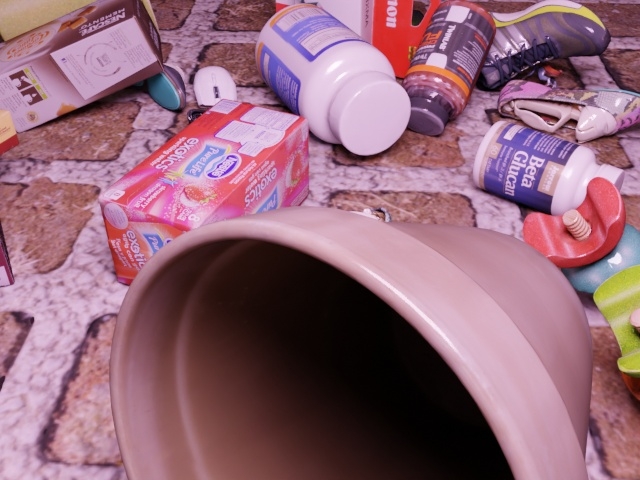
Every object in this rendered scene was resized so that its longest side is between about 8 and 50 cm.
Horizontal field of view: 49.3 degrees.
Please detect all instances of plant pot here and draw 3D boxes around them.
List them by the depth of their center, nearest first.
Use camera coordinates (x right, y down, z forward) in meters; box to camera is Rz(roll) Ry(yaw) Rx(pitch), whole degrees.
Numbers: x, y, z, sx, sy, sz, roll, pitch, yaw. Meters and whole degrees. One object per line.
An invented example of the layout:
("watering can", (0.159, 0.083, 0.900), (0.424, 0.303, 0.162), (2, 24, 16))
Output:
("plant pot", (0.058, 0.112, 0.507), (0.323, 0.323, 0.280), (25, 29, 29))
("plant pot", (-0.455, -0.445, 1.244), (0.253, 0.276, 0.276), (-23, 42, -9))

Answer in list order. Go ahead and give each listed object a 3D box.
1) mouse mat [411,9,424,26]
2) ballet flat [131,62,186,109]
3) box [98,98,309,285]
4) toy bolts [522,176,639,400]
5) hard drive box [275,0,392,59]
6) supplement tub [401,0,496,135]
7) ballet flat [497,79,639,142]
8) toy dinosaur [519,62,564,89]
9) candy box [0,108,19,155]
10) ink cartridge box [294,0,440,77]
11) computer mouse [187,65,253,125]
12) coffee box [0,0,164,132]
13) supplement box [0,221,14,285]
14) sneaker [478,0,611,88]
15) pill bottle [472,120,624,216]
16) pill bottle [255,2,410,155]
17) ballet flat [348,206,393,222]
("mouse mat", (0.153, -0.423, 1.393), (0.152, 0.007, 0.190), (-8, 40, -10))
("ballet flat", (-0.269, -0.272, 1.151), (0.203, 0.074, 0.074), (28, 46, 34))
("box", (-0.123, -0.052, 0.825), (0.128, 0.123, 0.257), (16, 41, 20))
("toy bolts", (0.275, 0.081, 0.691), (0.218, 0.158, 0.229), (-29, 39, 30))
("hard drive box", (0.039, -0.418, 1.246), (0.232, 0.181, 0.089), (19, 42, 24))
("supplement tub", (0.189, -0.260, 1.062), (0.106, 0.106, 0.198), (17, 71, 21))
("ballet flat", (0.374, -0.191, 1.055), (0.221, 0.077, 0.079), (16, 59, 26))
("toy dinosaur", (0.382, -0.290, 1.179), (0.047, 0.090, 0.082), (0, 67, -24))
("candy box", (-0.489, -0.132, 0.868), (0.186, 0.053, 0.109), (14, 39, 18))
("ink cartridge box", (0.072, -0.391, 1.133), (0.238, 0.275, 0.060), (18, 41, 23))
("computer mouse", (-0.172, -0.242, 1.132), (0.106, 0.042, 0.193), (-10, 39, -11))
("coffee box", (-0.377, -0.282, 1.080), (0.246, 0.098, 0.141), (-22, 42, 3))
("supplement box", (-0.456, -0.025, 0.832), (0.130, 0.073, 0.239), (-17, 42, -22))
("sneaker", (0.319, -0.306, 1.139), (0.299, 0.111, 0.121), (7, 66, 43))
("pill bottle", (0.290, -0.085, 0.891), (0.169, 0.094, 0.094), (25, 45, 29))
("pill bottle", (0.018, -0.238, 1.040), (0.152, 0.152, 0.272), (-16, 42, -20))
("ballet flat", (0.000, 0.000, 0.807), (0.188, 0.070, 0.070), (-16, 41, -19))
